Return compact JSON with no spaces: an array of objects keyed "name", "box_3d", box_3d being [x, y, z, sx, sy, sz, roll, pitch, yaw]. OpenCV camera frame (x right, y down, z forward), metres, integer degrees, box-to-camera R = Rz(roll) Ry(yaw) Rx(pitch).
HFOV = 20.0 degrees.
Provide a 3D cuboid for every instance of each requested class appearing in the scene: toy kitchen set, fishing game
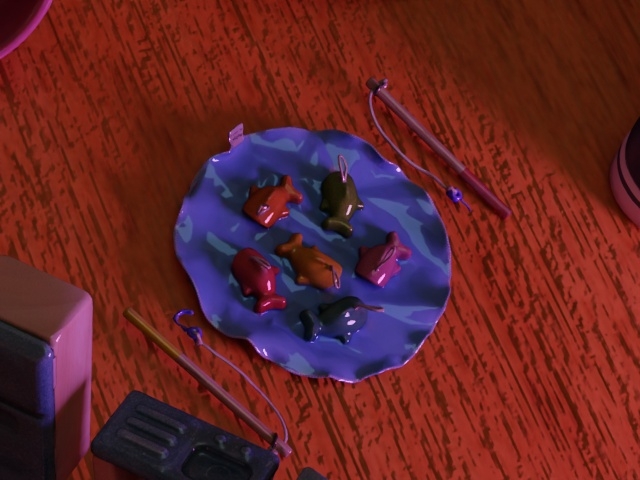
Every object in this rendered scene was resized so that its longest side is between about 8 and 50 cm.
[{"name":"toy kitchen set","box_3d":[-0.099,0.134,0.813,0.207,0.122,0.166,23,48,14]},{"name":"fishing game","box_3d":[0.000,0.000,1.169,0.189,0.041,0.264,45,60,8]}]

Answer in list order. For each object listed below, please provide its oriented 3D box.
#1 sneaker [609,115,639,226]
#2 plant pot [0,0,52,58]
[{"name":"sneaker","box_3d":[0.353,-0.109,1.281,0.321,0.127,0.126,-29,71,-29]},{"name":"plant pot","box_3d":[-0.270,-0.227,1.140,0.201,0.201,0.180,-1,47,-16]}]
